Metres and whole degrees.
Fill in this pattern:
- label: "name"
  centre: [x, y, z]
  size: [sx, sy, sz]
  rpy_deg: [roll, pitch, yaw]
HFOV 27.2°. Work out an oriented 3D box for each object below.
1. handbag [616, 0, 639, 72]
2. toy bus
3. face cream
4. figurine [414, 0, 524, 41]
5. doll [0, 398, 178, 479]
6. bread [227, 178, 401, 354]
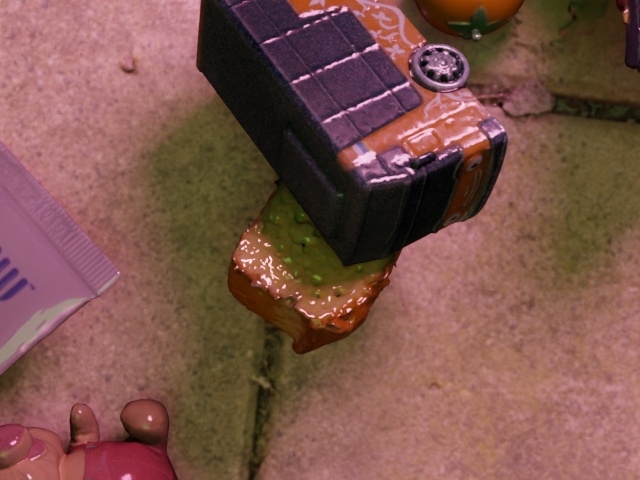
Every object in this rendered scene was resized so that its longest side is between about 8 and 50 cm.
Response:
- label: "handbag"
  centre: [0.336, -0.279, 1.130]
  size: [0.122, 0.303, 0.329]
  rpy_deg: [7, 97, 29]
- label: "toy bus"
  centre: [0.020, -0.125, 1.142]
  size: [0.167, 0.138, 0.275]
  rpy_deg: [-27, 66, -23]
- label: "face cream"
  centre: [-0.405, 0.100, 1.230]
  size: [0.420, 0.137, 0.235]
  rpy_deg: [-44, 69, -3]
- label: "figurine"
  centre: [0.143, -0.295, 1.217]
  size: [0.324, 0.124, 0.222]
  rpy_deg: [-6, 97, 3]
- label: "doll"
  centre: [-0.257, 0.237, 1.214]
  size: [0.256, 0.196, 0.152]
  rpy_deg: [-4, 95, -7]
- label: "bread"
  centre: [0.000, 0.000, 1.215]
  size: [0.143, 0.139, 0.229]
  rpy_deg: [33, 57, 0]
